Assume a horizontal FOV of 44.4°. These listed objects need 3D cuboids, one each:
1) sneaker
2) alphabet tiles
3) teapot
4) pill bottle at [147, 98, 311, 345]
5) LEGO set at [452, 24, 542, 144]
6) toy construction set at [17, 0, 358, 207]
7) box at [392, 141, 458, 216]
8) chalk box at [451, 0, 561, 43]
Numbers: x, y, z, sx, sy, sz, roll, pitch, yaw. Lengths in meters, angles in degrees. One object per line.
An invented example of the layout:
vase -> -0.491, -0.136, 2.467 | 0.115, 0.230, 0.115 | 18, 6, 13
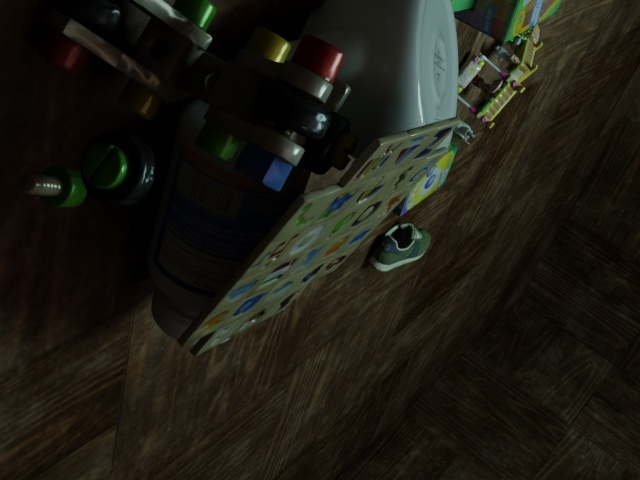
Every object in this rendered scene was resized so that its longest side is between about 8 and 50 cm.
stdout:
sneaker -> 0.182, -0.001, 1.629 | 0.192, 0.064, 0.086 | -25, 150, -45
alphabet tiles -> 0.000, 0.000, 0.822 | 0.342, 0.011, 0.285 | -48, 166, 35
teapot -> 0.054, -0.202, 0.932 | 0.256, 0.187, 0.252 | 67, 33, -46
pill bottle -> -0.113, -0.014, 0.895 | 0.152, 0.152, 0.272 | -28, 147, -48
LEGO set -> 0.316, -0.320, 1.440 | 0.287, 0.107, 0.132 | -56, -167, -8
toy construction set -> -0.076, -0.171, 0.685 | 0.237, 0.257, 0.309 | 6, 89, -72
box -> 0.202, -0.128, 1.518 | 0.179, 0.043, 0.105 | -37, 153, -39
chalk box -> 0.262, -0.384, 1.135 | 0.213, 0.132, 0.132 | -37, 152, -37
